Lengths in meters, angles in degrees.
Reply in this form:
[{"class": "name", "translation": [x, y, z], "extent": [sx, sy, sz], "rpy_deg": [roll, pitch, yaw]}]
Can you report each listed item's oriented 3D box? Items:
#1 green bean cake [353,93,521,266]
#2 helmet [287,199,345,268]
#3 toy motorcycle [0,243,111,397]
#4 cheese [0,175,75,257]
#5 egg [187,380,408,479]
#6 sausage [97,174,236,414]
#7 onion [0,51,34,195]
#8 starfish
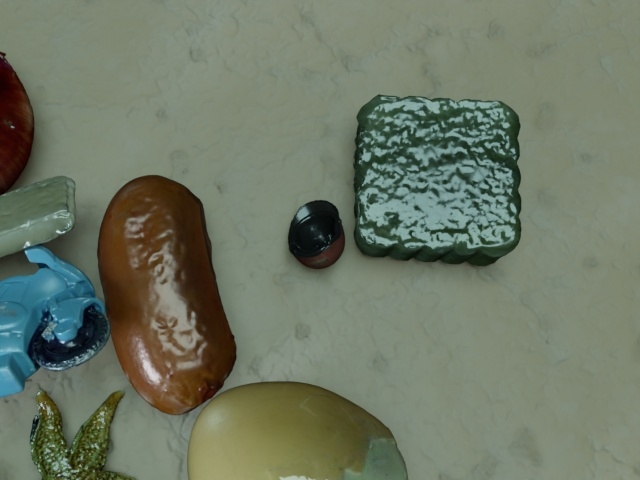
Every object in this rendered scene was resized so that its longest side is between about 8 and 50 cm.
[{"class": "green bean cake", "translation": [0.128, -0.067, 1.075], "extent": [0.185, 0.094, 0.183], "rpy_deg": [3, 76, -6]}, {"class": "helmet", "translation": [0.001, 0.000, 1.066], "extent": [0.065, 0.049, 0.084], "rpy_deg": [-13, 46, 22]}, {"class": "toy motorcycle", "translation": [-0.342, 0.090, 0.957], "extent": [0.272, 0.123, 0.182], "rpy_deg": [-16, 38, 2]}, {"class": "cheese", "translation": [-0.436, 0.025, 0.957], "extent": [0.400, 0.034, 0.085], "rpy_deg": [-19, 39, 3]}, {"class": "egg", "translation": [-0.023, 0.243, 0.928], "extent": [0.244, 0.201, 0.201], "rpy_deg": [36, 75, 12]}, {"class": "sausage", "translation": [-0.166, 0.054, 0.995], "extent": [0.133, 0.133, 0.258], "rpy_deg": [-12, 79, -10]}, {"class": "onion", "translation": [-0.424, -0.135, 0.991], "extent": [0.230, 0.163, 0.230], "rpy_deg": [0, 73, 1]}, {"class": "starfish", "translation": [-0.240, 0.258, 0.980], "extent": [0.176, 0.053, 0.208], "rpy_deg": [14, 81, -13]}]
